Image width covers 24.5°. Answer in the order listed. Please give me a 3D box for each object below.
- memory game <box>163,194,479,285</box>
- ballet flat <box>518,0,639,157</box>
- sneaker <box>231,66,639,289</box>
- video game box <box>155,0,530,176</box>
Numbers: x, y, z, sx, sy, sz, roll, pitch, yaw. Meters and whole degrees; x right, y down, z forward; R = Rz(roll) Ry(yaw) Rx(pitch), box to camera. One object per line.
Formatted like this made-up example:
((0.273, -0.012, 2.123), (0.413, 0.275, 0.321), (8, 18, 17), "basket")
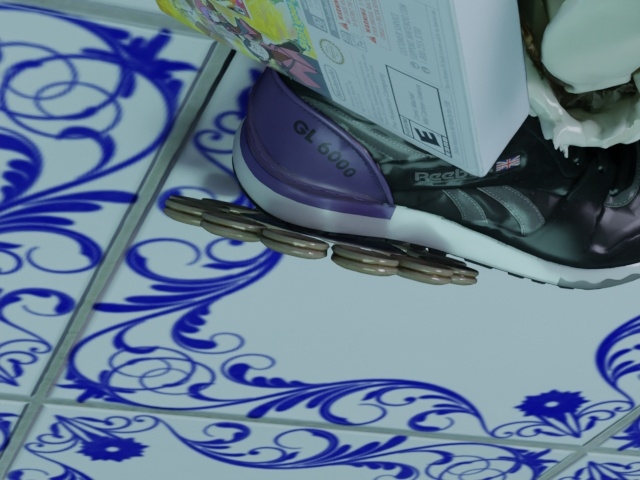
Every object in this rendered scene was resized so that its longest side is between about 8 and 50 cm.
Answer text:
((0.000, 0.000, 0.845), (0.186, 0.012, 0.186), (13, -176, -1), "memory game")
((0.100, -0.168, 0.542), (0.147, 0.147, 0.409), (-9, 150, 9), "ballet flat")
((0.103, -0.053, 0.783), (0.283, 0.107, 0.124), (5, 144, -16), "sneaker")
((-0.011, -0.129, 0.582), (0.187, 0.048, 0.205), (28, 161, 23), "video game box")
